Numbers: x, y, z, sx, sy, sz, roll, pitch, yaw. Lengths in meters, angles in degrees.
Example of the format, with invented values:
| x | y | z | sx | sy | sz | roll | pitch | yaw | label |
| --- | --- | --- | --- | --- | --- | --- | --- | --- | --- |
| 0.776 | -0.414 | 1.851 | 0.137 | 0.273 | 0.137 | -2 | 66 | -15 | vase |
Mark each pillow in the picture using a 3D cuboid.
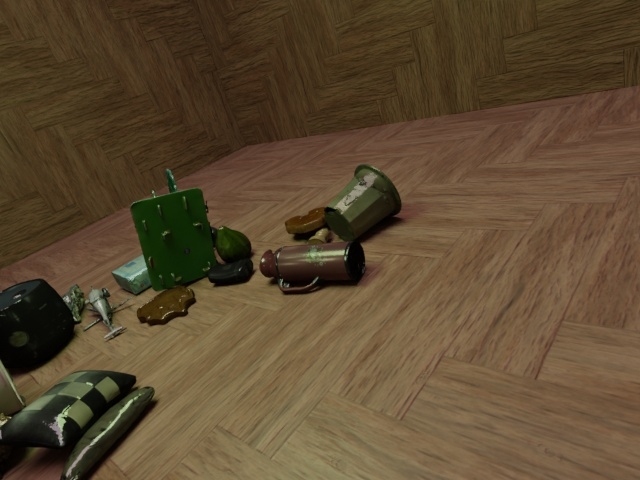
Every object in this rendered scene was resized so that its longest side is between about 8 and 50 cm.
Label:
| x | y | z | sx | sy | sz | roll | pitch | yaw | label |
| --- | --- | --- | --- | --- | --- | --- | --- | --- | --- |
| -0.458 | 0.404 | 0.919 | 0.093 | 0.051 | 0.241 | -15 | 24 | 34 | pillow |
| -0.562 | 0.376 | 0.970 | 0.185 | 0.106 | 0.250 | -2 | 14 | 13 | pillow |

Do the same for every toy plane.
| x | y | z | sx | sy | sz | roll | pitch | yaw | label |
| --- | --- | --- | --- | --- | --- | --- | --- | --- | --- |
| -0.734 | 0.236 | 1.439 | 0.181 | 0.107 | 0.273 | -27 | 28 | -4 | toy plane |

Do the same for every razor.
| x | y | z | sx | sy | sz | roll | pitch | yaw | label |
| --- | --- | --- | --- | --- | --- | --- | --- | --- | --- |
| -0.300 | 0.106 | 1.442 | 0.147 | 0.054 | 0.090 | -11 | 25 | 21 | razor |

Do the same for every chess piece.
| x | y | z | sx | sy | sz | roll | pitch | yaw | label |
| --- | --- | --- | --- | --- | --- | --- | --- | --- | --- |
| 0.000 | 0.000 | 1.441 | 0.066 | 0.066 | 0.122 | -11 | 19 | 19 | chess piece |

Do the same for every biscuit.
| x | y | z | sx | sy | sz | roll | pitch | yaw | label |
| --- | --- | --- | --- | --- | --- | --- | --- | --- | --- |
| -0.490 | 0.207 | 1.396 | 0.215 | 0.034 | 0.182 | 5 | 33 | 44 | biscuit |
| -0.044 | -0.069 | 1.602 | 0.185 | 0.044 | 0.295 | -23 | 12 | 0 | biscuit |

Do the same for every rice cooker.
| x | y | z | sx | sy | sz | roll | pitch | yaw | label |
| --- | --- | --- | --- | --- | --- | --- | --- | --- | --- |
| -0.946 | 0.268 | 1.381 | 0.266 | 0.225 | 0.267 | -16 | 25 | 8 | rice cooker |

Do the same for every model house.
| x | y | z | sx | sy | sz | roll | pitch | yaw | label |
| --- | --- | --- | --- | --- | --- | --- | --- | --- | --- |
| -0.550 | -0.059 | 1.535 | 0.242 | 0.358 | 0.312 | -22 | 33 | -27 | model house |

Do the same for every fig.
| x | y | z | sx | sy | sz | roll | pitch | yaw | label |
| --- | --- | --- | --- | --- | --- | --- | --- | --- | --- |
| -0.324 | 0.005 | 1.557 | 0.123 | 0.156 | 0.123 | -17 | 29 | 10 | fig |

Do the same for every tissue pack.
| x | y | z | sx | sy | sz | roll | pitch | yaw | label |
| --- | --- | --- | --- | --- | --- | --- | --- | --- | --- |
| -0.654 | 0.100 | 1.696 | 0.177 | 0.089 | 0.263 | 10 | 35 | 44 | tissue pack |

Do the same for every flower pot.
| x | y | z | sx | sy | sz | roll | pitch | yaw | label |
| --- | --- | --- | --- | --- | --- | --- | --- | --- | --- |
| 0.125 | -0.116 | 1.432 | 0.202 | 0.213 | 0.212 | -38 | 29 | -22 | flower pot |

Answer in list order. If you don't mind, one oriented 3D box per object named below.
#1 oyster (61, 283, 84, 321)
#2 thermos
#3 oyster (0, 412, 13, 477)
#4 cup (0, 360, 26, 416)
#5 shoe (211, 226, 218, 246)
| x | y | z | sx | sy | sz | roll | pitch | yaw | label |
| --- | --- | --- | --- | --- | --- | --- | --- | --- | --- |
| -0.948 | 0.230 | 1.637 | 0.251 | 0.087 | 0.199 | -15 | 32 | 28 | oyster |
| -0.041 | 0.079 | 1.259 | 0.329 | 0.137 | 0.109 | -5 | 0 | 31 | thermos |
| -0.763 | 0.479 | 0.952 | 0.259 | 0.092 | 0.198 | -18 | 19 | 10 | oyster |
| -0.905 | 0.377 | 1.042 | 0.273 | 0.254 | 0.253 | -29 | 24 | -36 | cup |
| -0.528 | -0.002 | 1.795 | 0.240 | 0.108 | 0.093 | -2 | 25 | 27 | shoe |
